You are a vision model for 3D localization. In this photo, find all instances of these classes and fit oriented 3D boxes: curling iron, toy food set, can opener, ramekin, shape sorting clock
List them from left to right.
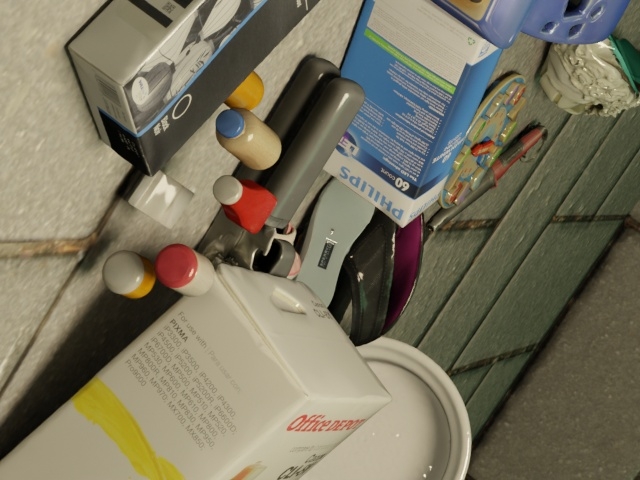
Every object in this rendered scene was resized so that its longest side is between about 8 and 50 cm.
[{"bbox_3d":[-0.110,-0.046,1.520,0.232,0.111,0.104,-55,162,-1],"label":"toy food set"},{"bbox_3d":[-0.040,-0.045,1.750,0.095,0.076,0.283,12,115,-54],"label":"can opener"},{"bbox_3d":[0.063,0.269,2.341,0.277,0.277,0.135,-53,170,-3],"label":"ramekin"},{"bbox_3d":[0.218,-0.131,2.346,0.206,0.040,0.206,-47,162,-20],"label":"shape sorting clock"},{"bbox_3d":[0.243,-0.087,2.505,0.274,0.035,0.068,-41,159,-36],"label":"curling iron"}]

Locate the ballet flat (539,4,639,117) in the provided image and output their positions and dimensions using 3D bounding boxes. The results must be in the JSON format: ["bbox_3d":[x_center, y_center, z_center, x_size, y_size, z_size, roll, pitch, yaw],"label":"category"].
[{"bbox_3d":[0.378,-0.227,2.447,0.147,0.147,0.409,-56,163,8],"label":"ballet flat"}]

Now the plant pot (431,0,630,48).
[{"bbox_3d":[0.167,-0.313,1.545,0.212,0.236,0.236,-21,144,-49],"label":"plant pot"}]

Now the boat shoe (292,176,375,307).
[{"bbox_3d":[0.000,0.000,2.008,0.183,0.065,0.083,-66,-163,-11],"label":"boat shoe"}]

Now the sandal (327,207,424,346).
[{"bbox_3d":[0.076,0.015,2.138,0.446,0.107,0.167,-59,162,19],"label":"sandal"}]

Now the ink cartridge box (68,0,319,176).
[{"bbox_3d":[-0.059,-0.215,1.412,0.332,0.065,0.165,-50,162,-15],"label":"ink cartridge box"}]

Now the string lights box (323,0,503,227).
[{"bbox_3d":[0.090,-0.154,1.800,0.077,0.133,0.259,-38,158,-43],"label":"string lights box"}]

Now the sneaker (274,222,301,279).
[{"bbox_3d":[-0.043,0.004,1.895,0.070,0.051,0.134,-53,160,15],"label":"sneaker"}]

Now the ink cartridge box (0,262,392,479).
[{"bbox_3d":[-0.148,0.215,1.709,0.385,0.160,0.279,-42,164,11],"label":"ink cartridge box"}]
